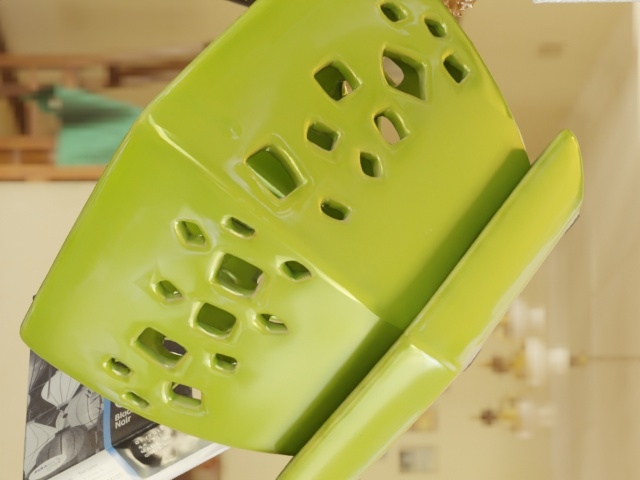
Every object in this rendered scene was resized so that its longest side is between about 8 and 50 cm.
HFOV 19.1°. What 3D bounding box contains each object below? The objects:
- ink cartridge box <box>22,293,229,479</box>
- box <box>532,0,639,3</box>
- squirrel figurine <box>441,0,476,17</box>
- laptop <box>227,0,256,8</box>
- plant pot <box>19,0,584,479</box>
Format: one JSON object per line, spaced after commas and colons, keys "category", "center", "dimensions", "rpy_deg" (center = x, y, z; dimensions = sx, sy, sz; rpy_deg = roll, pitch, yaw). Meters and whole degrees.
{"category": "ink cartridge box", "center": [-0.164, 0.085, 1.591], "dimensions": [0.065, 0.165, 0.332], "rpy_deg": [52, 15, -30]}
{"category": "box", "center": [0.291, -0.282, 1.334], "dimensions": [0.215, 0.345, 0.168], "rpy_deg": [-112, -157, -58]}
{"category": "squirrel figurine", "center": [0.134, -0.323, 1.779], "dimensions": [0.397, 0.281, 0.370], "rpy_deg": [-47, -170, 22]}
{"category": "laptop", "center": [-0.070, -0.400, 1.393], "dimensions": [0.408, 0.236, 0.382], "rpy_deg": [24, -36, 44]}
{"category": "plant pot", "center": [0.000, 0.000, 1.060], "dimensions": [0.227, 0.207, 0.228], "rpy_deg": [-50, 178, -41]}
